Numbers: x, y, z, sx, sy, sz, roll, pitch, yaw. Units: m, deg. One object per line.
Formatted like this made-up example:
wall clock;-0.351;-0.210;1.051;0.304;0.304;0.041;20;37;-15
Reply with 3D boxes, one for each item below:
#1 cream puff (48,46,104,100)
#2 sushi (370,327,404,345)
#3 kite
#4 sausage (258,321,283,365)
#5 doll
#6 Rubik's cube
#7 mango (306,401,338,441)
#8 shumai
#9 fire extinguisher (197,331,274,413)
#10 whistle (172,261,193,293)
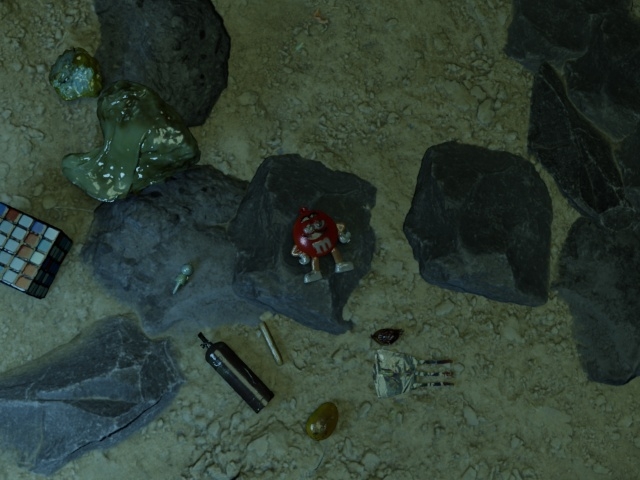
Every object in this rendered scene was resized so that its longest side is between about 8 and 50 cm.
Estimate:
cream puff;-0.682;-0.462;1.939;0.156;0.156;0.121;7;35;-10
sushi;0.194;0.278;1.990;0.099;0.047;0.050;-17;85;-12
kite;0.270;0.387;1.998;0.245;0.015;0.141;1;80;-7
sausage;-0.138;0.291;1.933;0.024;0.024;0.132;-24;83;-15
doll;0.000;0.000;1.991;0.183;0.085;0.217;-17;91;-13
Rubik's cube;-0.779;0.030;1.777;0.187;0.182;0.184;24;76;-5
mango;0.007;0.501;1.904;0.079;0.057;0.114;31;66;1
shumai;-0.509;-0.226;1.817;0.330;0.291;0.288;25;57;32
fire extinguisher;-0.238;0.350;1.867;0.072;0.089;0.267;-43;89;-14
whistle;-0.386;0.104;1.917;0.035;0.035;0.100;28;76;-4
